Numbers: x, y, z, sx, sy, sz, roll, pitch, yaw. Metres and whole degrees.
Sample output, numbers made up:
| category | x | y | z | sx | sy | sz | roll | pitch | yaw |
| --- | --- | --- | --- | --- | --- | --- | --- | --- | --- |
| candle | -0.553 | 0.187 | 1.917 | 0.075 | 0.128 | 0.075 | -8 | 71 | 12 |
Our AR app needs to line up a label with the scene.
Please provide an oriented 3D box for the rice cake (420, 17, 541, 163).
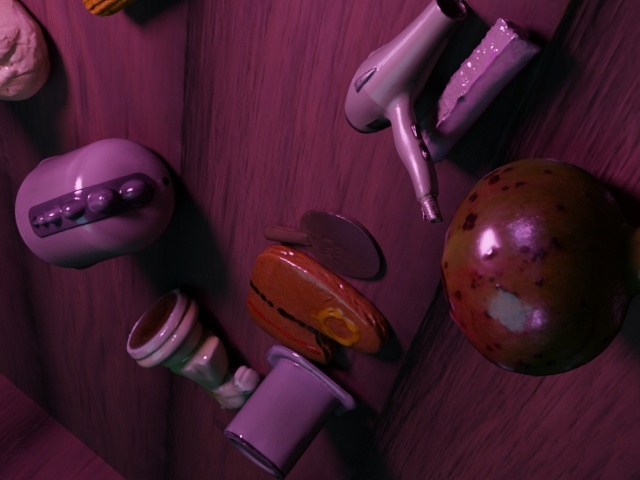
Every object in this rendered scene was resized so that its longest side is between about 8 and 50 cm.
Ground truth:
| category | x | y | z | sx | sy | sz | roll | pitch | yaw |
| --- | --- | --- | --- | --- | --- | --- | --- | --- | --- |
| rice cake | 0.171 | -0.164 | 1.163 | 0.055 | 0.049 | 0.270 | 4 | 154 | -20 |

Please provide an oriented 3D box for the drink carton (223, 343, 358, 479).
| category | x | y | z | sx | sy | sz | roll | pitch | yaw |
| --- | --- | --- | --- | --- | --- | --- | --- | --- | --- |
| drink carton | -0.072 | 0.324 | 1.867 | 0.191 | 0.189 | 0.185 | 40 | 163 | -2 |

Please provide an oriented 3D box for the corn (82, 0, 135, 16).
| category | x | y | z | sx | sy | sz | roll | pitch | yaw |
| --- | --- | --- | --- | --- | --- | --- | --- | --- | --- |
| corn | -0.278 | -0.370 | 1.432 | 0.207 | 0.068 | 0.068 | -11 | 119 | 52 |

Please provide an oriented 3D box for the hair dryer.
| category | x | y | z | sx | sy | sz | roll | pitch | yaw |
| --- | --- | --- | --- | --- | --- | --- | --- | --- | --- |
| hair dryer | 0.116 | -0.169 | 1.151 | 0.225 | 0.088 | 0.219 | 60 | 142 | 40 |

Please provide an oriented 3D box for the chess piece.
| category | x | y | z | sx | sy | sz | roll | pitch | yaw |
| --- | --- | --- | --- | --- | --- | --- | --- | --- | --- |
| chess piece | -0.235 | 0.249 | 2.057 | 0.298 | 0.176 | 0.175 | 43 | 152 | -24 |

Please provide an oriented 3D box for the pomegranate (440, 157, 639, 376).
| category | x | y | z | sx | sy | sz | roll | pitch | yaw |
| --- | --- | --- | --- | --- | --- | --- | --- | --- | --- |
| pomegranate | 0.280 | 0.009 | 1.124 | 0.306 | 0.242 | 0.242 | -30 | 107 | 16 |

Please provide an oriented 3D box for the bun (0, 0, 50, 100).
| category | x | y | z | sx | sy | sz | roll | pitch | yaw |
| --- | --- | --- | --- | --- | --- | --- | --- | --- | --- |
| bun | -0.586 | -0.338 | 1.756 | 0.229 | 0.145 | 0.229 | 30 | 140 | 28 |

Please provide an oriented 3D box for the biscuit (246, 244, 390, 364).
| category | x | y | z | sx | sy | sz | roll | pitch | yaw |
| --- | --- | --- | --- | --- | --- | --- | --- | --- | --- |
| biscuit | -0.016 | 0.137 | 1.736 | 0.262 | 0.052 | 0.277 | 38 | 148 | 11 |

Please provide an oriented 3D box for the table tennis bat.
| category | x | y | z | sx | sy | sz | roll | pitch | yaw |
| --- | --- | --- | --- | --- | --- | --- | --- | --- | --- |
| table tennis bat | 0.000 | 0.000 | 1.592 | 0.234 | 0.022 | 0.131 | 10 | 136 | 40 |

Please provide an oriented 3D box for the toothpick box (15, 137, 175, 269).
| category | x | y | z | sx | sy | sz | roll | pitch | yaw |
| --- | --- | --- | --- | --- | --- | --- | --- | --- | --- |
| toothpick box | -0.397 | -0.064 | 1.774 | 0.316 | 0.229 | 0.229 | -11 | 119 | 53 |
